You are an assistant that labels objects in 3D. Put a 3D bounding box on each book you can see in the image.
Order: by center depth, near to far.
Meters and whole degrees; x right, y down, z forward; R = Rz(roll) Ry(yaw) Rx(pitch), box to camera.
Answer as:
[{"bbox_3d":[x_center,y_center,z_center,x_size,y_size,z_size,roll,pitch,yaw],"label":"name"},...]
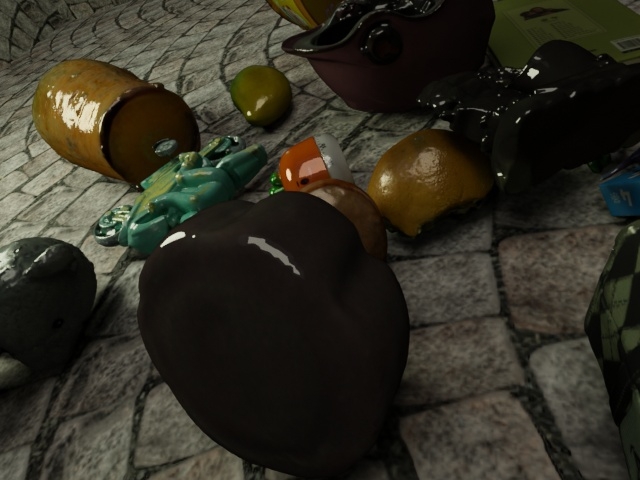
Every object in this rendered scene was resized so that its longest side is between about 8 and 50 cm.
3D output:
[{"bbox_3d":[0.414,-0.366,0.802,0.240,0.035,0.351,-12,42,11],"label":"book"}]

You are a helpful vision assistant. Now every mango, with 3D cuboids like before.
[{"bbox_3d":[-0.120,-0.302,0.953,0.122,0.085,0.191,-22,50,-13],"label":"mango"}]

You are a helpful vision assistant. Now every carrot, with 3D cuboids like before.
[{"bbox_3d":[-0.419,-0.236,0.914,0.341,0.224,0.224,25,61,37],"label":"carrot"}]

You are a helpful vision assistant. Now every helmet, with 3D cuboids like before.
[{"bbox_3d":[0.128,-0.320,0.766,0.339,0.197,0.270,-28,32,7],"label":"helmet"}]

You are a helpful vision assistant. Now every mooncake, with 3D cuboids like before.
[{"bbox_3d":[-0.041,0.078,0.404,0.245,0.244,0.133,-1,25,24],"label":"mooncake"}]

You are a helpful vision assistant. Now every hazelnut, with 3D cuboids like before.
[{"bbox_3d":[0.000,0.000,0.539,0.151,0.150,0.150,-13,42,12],"label":"hazelnut"}]

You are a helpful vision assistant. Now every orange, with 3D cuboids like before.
[{"bbox_3d":[0.136,-0.081,0.585,0.160,0.112,0.170,6,38,30],"label":"orange"}]

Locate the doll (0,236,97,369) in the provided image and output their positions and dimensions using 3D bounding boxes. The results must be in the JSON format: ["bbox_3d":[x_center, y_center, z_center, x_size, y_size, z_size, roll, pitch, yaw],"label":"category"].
[{"bbox_3d":[-0.428,0.143,0.609,0.340,0.158,0.246,-53,15,-9],"label":"doll"}]

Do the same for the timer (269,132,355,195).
[{"bbox_3d":[-0.019,-0.093,0.669,0.136,0.099,0.136,-14,30,8],"label":"timer"}]

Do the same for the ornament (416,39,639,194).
[{"bbox_3d":[0.234,-0.182,0.565,0.252,0.106,0.260,-21,40,-18],"label":"ornament"}]

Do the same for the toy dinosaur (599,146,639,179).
[{"bbox_3d":[0.345,-0.104,0.424,0.080,0.197,0.045,-41,87,-19],"label":"toy dinosaur"}]

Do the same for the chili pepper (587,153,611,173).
[{"bbox_3d":[0.284,-0.134,0.606,0.182,0.050,0.073,17,35,27],"label":"chili pepper"}]

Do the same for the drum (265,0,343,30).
[{"bbox_3d":[0.064,-0.653,0.977,0.431,0.430,0.214,-33,45,-10],"label":"drum"}]

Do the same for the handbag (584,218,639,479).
[{"bbox_3d":[0.331,0.176,0.181,0.317,0.180,0.415,2,45,11],"label":"handbag"}]

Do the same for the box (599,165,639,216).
[{"bbox_3d":[0.438,-0.094,0.380,0.265,0.048,0.273,-26,3,-2],"label":"box"}]

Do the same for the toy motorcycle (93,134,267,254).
[{"bbox_3d":[-0.221,-0.076,0.743,0.296,0.109,0.198,-44,47,-19],"label":"toy motorcycle"}]
